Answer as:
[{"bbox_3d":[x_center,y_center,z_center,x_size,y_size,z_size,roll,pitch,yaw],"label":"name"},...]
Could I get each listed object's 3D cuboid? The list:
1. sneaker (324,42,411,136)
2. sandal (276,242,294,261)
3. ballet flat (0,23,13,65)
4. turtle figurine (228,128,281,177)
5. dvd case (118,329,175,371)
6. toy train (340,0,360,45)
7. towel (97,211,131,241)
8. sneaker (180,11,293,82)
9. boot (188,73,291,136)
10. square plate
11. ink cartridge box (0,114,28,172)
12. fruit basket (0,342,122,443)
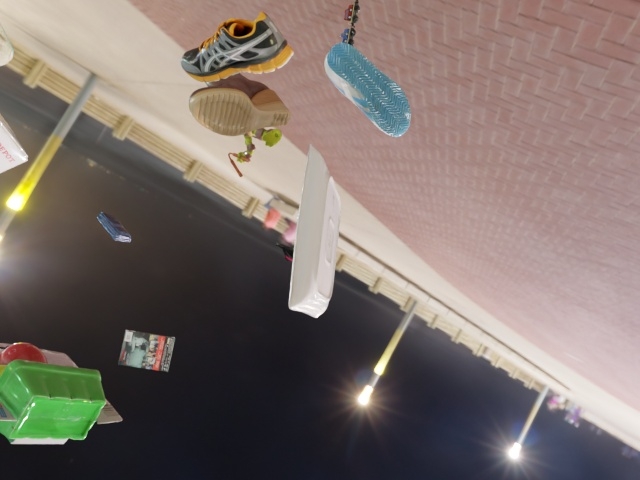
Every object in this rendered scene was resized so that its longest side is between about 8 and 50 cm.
[{"bbox_3d":[0.101,-0.313,1.056,0.228,0.087,0.092,46,-178,-12],"label":"sneaker"},{"bbox_3d":[-0.085,0.060,1.665,0.067,0.040,0.179,17,162,44],"label":"sandal"},{"bbox_3d":[-0.487,-0.326,0.700,0.057,0.052,0.168,2,127,20],"label":"ballet flat"},{"bbox_3d":[-0.189,-0.304,1.388,0.087,0.269,0.217,-13,-162,-33],"label":"turtle figurine"},{"bbox_3d":[-0.429,0.273,1.244,0.120,0.087,0.013,11,175,-11],"label":"dvd case"},{"bbox_3d":[0.072,-0.530,1.182,0.036,0.158,0.027,8,-164,-5],"label":"toy train"},{"bbox_3d":[-0.641,-0.042,1.569,0.119,0.029,0.067,41,-170,26],"label":"towel"},{"bbox_3d":[-0.150,-0.324,0.838,0.215,0.084,0.083,-1,141,27],"label":"sneaker"},{"bbox_3d":[-0.198,-0.290,0.989,0.207,0.090,0.249,42,-151,26],"label":"boot"},{"bbox_3d":[0.000,0.000,1.161,0.049,0.343,0.347,5,169,9],"label":"square plate"},{"bbox_3d":[-0.645,-0.162,0.853,0.093,0.213,0.154,54,163,21],"label":"ink cartridge box"},{"bbox_3d":[-0.704,0.348,1.226,0.353,0.165,0.327,20,173,36],"label":"fruit basket"}]
